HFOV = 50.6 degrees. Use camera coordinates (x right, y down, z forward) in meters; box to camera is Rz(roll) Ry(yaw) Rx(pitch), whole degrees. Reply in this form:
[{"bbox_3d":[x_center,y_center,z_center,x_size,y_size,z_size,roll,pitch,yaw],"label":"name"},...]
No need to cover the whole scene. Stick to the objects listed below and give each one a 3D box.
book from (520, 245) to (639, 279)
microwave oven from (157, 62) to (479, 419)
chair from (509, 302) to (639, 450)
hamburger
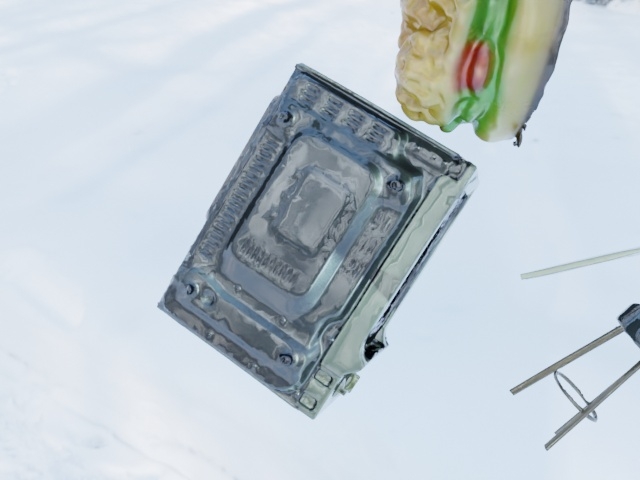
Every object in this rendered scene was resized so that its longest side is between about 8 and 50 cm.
[{"bbox_3d":[0.401,0.030,0.999,0.182,0.014,0.127,-18,-9,38],"label":"book"},{"bbox_3d":[0.000,0.000,0.870,0.286,0.355,0.218,34,7,11],"label":"microwave oven"},{"bbox_3d":[0.375,0.185,0.907,0.095,0.221,0.104,26,26,-37],"label":"chair"},{"bbox_3d":[0.149,-0.216,0.674,0.149,0.237,0.237,14,27,5],"label":"hamburger"}]
